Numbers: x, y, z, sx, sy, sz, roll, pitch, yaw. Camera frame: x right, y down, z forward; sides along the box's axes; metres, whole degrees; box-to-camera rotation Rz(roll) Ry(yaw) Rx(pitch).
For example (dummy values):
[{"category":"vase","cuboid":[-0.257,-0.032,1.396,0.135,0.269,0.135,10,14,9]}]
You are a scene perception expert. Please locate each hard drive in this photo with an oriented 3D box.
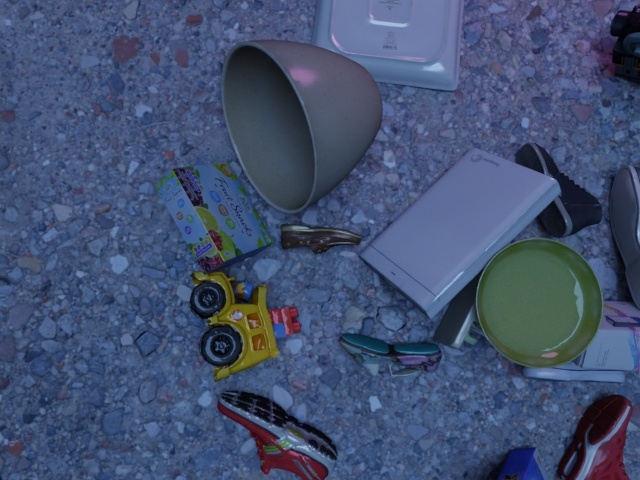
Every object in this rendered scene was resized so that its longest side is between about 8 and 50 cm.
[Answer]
[{"category":"hard drive","cuboid":[0.273,-0.030,1.046,0.353,0.233,0.047,-43,129,-5]}]

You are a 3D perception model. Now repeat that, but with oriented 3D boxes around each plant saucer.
[{"category":"plant saucer","cuboid":[0.406,0.117,0.963,0.240,0.037,0.241,0,85,-2]}]

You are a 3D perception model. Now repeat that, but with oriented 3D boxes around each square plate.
[{"category":"square plate","cuboid":[0.161,-0.531,1.165,0.347,0.049,0.344,6,84,0]}]

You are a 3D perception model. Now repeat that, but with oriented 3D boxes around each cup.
[{"category":"cup","cuboid":[-0.016,-0.248,1.028,0.236,0.331,0.331,-25,85,-29]}]

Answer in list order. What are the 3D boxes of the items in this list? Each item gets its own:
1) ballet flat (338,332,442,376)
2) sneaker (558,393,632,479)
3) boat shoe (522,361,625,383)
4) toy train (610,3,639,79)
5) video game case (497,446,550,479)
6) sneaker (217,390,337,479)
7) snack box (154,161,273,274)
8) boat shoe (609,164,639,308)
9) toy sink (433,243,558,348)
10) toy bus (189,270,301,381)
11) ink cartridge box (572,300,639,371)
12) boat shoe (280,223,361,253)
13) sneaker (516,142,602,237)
[{"category":"ballet flat","cuboid":[0.145,0.250,1.085,0.221,0.077,0.079,6,104,-1]},{"category":"sneaker","cuboid":[0.611,0.441,1.077,0.128,0.087,0.221,32,97,-7]},{"category":"boat shoe","cuboid":[0.534,0.263,1.091,0.226,0.083,0.076,6,73,-12]},{"category":"toy train","cuboid":[0.770,-0.394,1.043,0.333,0.190,0.142,26,88,31]},{"category":"video game case","cuboid":[0.405,0.571,0.967,0.061,0.269,0.244,-25,84,33]},{"category":"sneaker","cuboid":[-0.103,0.414,1.046,0.279,0.107,0.118,32,94,4]},{"category":"snack box","cuboid":[-0.212,-0.053,1.048,0.070,0.174,0.207,-31,85,31]},{"category":"boat shoe","cuboid":[0.699,-0.009,1.080,0.099,0.116,0.320,-3,73,2]},{"category":"toy sink","cuboid":[0.358,0.139,1.055,0.131,0.153,0.234,29,84,1]},{"category":"toy bus","cuboid":[-0.155,0.155,1.055,0.211,0.149,0.220,-14,82,-16]},{"category":"ink cartridge box","cuboid":[0.606,0.192,1.045,0.212,0.154,0.093,2,106,0]},{"category":"boat shoe","cuboid":[0.000,0.000,1.107,0.177,0.064,0.060,5,90,6]},{"category":"sneaker","cuboid":[0.524,-0.119,1.130,0.118,0.083,0.222,-14,78,-21]}]
